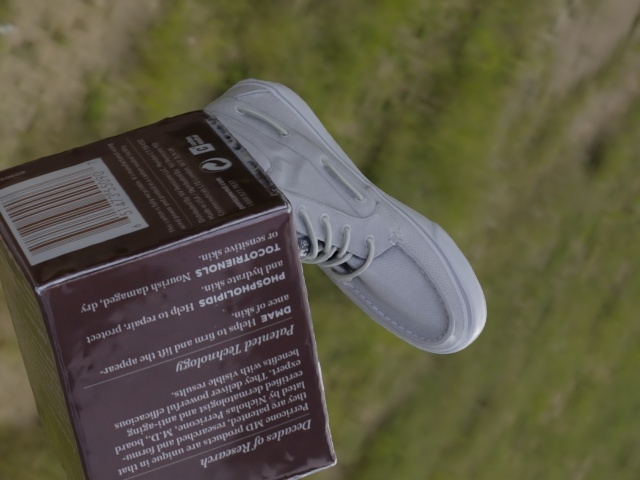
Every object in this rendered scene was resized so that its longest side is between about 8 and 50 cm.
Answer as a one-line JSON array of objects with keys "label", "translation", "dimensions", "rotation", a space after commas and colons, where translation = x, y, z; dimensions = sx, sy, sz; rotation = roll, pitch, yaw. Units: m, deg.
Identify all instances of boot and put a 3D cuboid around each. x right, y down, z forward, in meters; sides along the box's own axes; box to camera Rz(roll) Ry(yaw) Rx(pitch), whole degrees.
[{"label": "boot", "translation": [0.000, 0.000, 1.433], "dimensions": [0.095, 0.258, 0.123], "rotation": [-49, 175, 33]}]

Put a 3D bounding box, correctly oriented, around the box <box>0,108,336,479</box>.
[{"label": "box", "translation": [-0.107, 0.052, 1.301], "dimensions": [0.167, 0.168, 0.203], "rotation": [-19, 122, -15]}]
